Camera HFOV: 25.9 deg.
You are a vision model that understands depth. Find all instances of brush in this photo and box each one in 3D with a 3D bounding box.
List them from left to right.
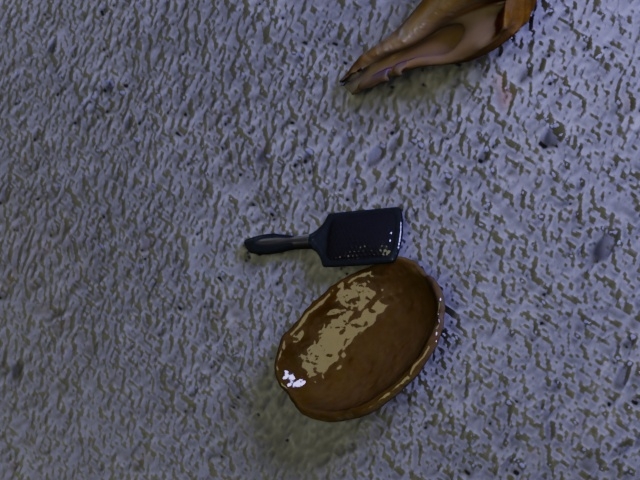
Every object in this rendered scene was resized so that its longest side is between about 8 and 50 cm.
[{"bbox_3d":[0.000,0.000,1.477,0.193,0.016,0.063,-6,64,31],"label":"brush"}]

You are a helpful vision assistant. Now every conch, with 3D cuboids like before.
[{"bbox_3d":[0.146,-0.236,1.394,0.330,0.093,0.109,-36,90,41],"label":"conch"}]

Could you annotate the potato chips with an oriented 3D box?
[{"bbox_3d":[0.048,0.106,1.433,0.202,0.049,0.150,-47,57,15],"label":"potato chips"}]
